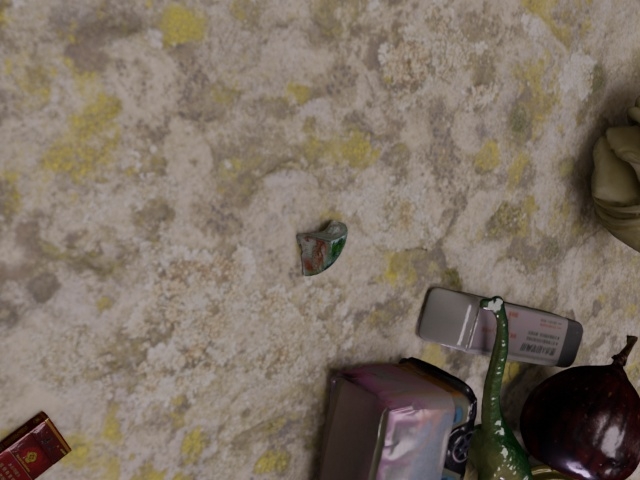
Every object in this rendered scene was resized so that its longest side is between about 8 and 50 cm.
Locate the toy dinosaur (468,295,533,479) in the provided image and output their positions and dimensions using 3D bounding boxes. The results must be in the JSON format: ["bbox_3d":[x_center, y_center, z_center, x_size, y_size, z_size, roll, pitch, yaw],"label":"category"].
[{"bbox_3d":[0.309,0.304,1.235,0.447,0.087,0.301,36,91,-27],"label":"toy dinosaur"}]

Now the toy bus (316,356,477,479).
[{"bbox_3d":[0.078,0.362,1.085,0.162,0.171,0.387,5,98,-28],"label":"toy bus"}]

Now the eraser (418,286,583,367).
[{"bbox_3d":[0.298,0.143,1.259,0.351,0.061,0.089,15,91,-39],"label":"eraser"}]

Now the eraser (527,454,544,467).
[{"bbox_3d":[0.447,0.461,1.449,0.124,0.068,0.210,-28,116,-28],"label":"eraser"}]

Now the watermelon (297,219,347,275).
[{"bbox_3d":[0.000,0.000,1.012,0.061,0.085,0.085,28,83,-9],"label":"watermelon"}]

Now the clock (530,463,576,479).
[{"bbox_3d":[0.382,0.496,1.361,0.237,0.057,0.237,-4,109,-12],"label":"clock"}]

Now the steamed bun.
[{"bbox_3d":[0.568,-0.121,1.290,0.203,0.276,0.289,14,117,-28],"label":"steamed bun"}]

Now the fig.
[{"bbox_3d":[0.451,0.271,1.290,0.203,0.186,0.250,25,99,-19],"label":"fig"}]

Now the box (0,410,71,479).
[{"bbox_3d":[-0.311,0.226,0.831,0.082,0.023,0.052,-37,122,-25],"label":"box"}]
